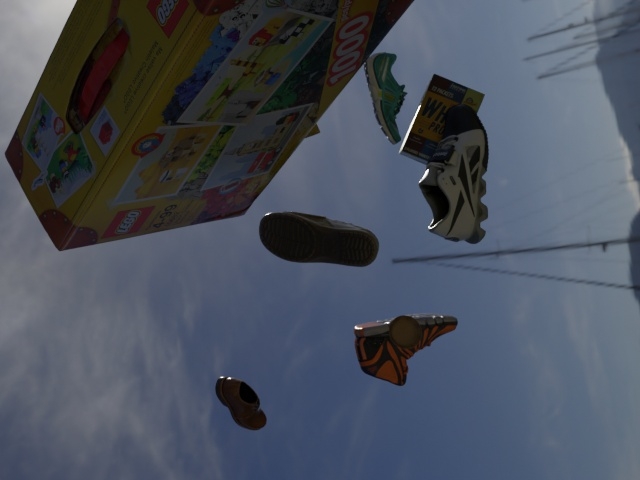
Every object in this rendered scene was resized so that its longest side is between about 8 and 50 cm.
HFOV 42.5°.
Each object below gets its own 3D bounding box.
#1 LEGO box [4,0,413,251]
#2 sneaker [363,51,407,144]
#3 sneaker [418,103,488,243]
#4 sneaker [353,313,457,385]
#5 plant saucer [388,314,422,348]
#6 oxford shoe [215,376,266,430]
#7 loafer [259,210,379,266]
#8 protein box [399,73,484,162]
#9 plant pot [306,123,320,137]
[{"bbox_3d":[-0.164,-0.233,1.163,0.372,0.500,0.193,-15,-116,-48],"label":"LEGO box"},{"bbox_3d":[0.204,-0.418,2.431,0.107,0.110,0.275,-90,-13,-74],"label":"sneaker"},{"bbox_3d":[0.294,-0.162,1.871,0.146,0.122,0.330,6,-106,-25],"label":"sneaker"},{"bbox_3d":[0.243,0.305,2.306,0.124,0.321,0.180,178,84,-70],"label":"sneaker"},{"bbox_3d":[0.205,0.224,2.002,0.015,0.083,0.083,123,147,-69],"label":"plant saucer"},{"bbox_3d":[-0.176,0.406,2.018,0.212,0.076,0.076,57,-143,-44],"label":"oxford shoe"},{"bbox_3d":[0.000,0.000,1.714,0.092,0.268,0.102,-14,-64,-68],"label":"loafer"},{"bbox_3d":[0.301,-0.289,2.073,0.200,0.136,0.201,-48,-20,-85],"label":"protein box"},{"bbox_3d":[-0.134,-0.303,1.882,0.212,0.187,0.212,-115,-1,-81],"label":"plant pot"}]
